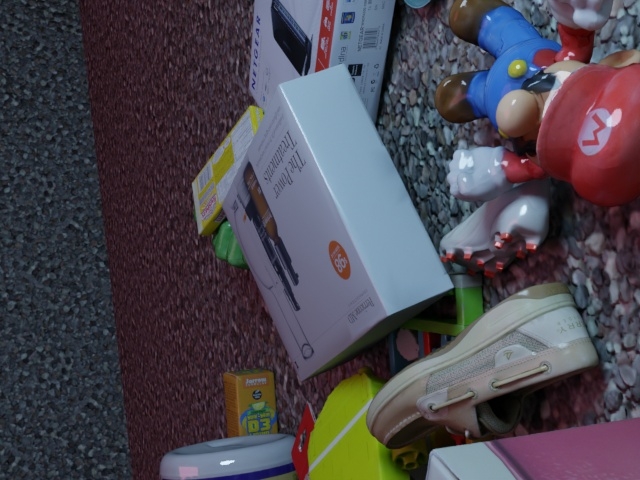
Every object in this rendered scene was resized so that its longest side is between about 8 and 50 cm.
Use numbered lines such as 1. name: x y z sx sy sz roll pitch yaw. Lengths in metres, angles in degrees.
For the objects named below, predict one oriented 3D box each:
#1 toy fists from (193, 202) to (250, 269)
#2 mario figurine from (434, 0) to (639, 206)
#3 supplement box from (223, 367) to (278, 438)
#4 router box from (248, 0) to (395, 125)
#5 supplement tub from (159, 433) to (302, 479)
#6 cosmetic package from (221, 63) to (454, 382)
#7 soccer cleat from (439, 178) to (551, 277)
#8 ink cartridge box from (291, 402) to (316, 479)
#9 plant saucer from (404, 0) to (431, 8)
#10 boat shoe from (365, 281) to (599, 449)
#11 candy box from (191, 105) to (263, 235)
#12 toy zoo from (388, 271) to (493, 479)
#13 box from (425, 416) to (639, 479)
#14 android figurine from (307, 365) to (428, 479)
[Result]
1. toy fists: -0.124 -0.036 1.561 0.279 0.142 0.096 -127 39 -52
2. mario figurine: 0.170 -0.129 0.805 0.198 0.170 0.320 58 179 -27
3. supplement box: -0.123 0.353 1.708 0.080 0.078 0.233 170 95 -67
4. router box: -0.009 -0.285 1.294 0.301 0.082 0.335 -121 30 -47
5. supplement tub: -0.128 0.497 1.529 0.241 0.241 0.331 161 103 -66
6. cosmetic package: 0.000 0.000 1.172 0.284 0.097 0.377 63 158 11
7. soccer cleat: 0.181 -0.012 0.959 0.196 0.068 0.076 143 149 -71
8. ink cartridge box: 0.037 0.352 1.325 0.231 0.078 0.134 -116 32 -42
9. plant saucer: 0.123 -0.329 1.084 0.119 0.021 0.119 176 90 -68
10. boat shoe: 0.154 0.156 0.949 0.302 0.109 0.098 -45 59 41
11. candy box: -0.141 -0.105 1.455 0.206 0.027 0.105 -45 47 41
12. toy zoo: 0.139 0.184 1.120 0.192 0.030 0.293 177 89 -67
13. box: 0.202 0.237 0.717 0.127 0.232 0.148 -135 45 -58
14. android figurine: 0.047 0.280 1.161 0.248 0.056 0.273 -55 24 34
